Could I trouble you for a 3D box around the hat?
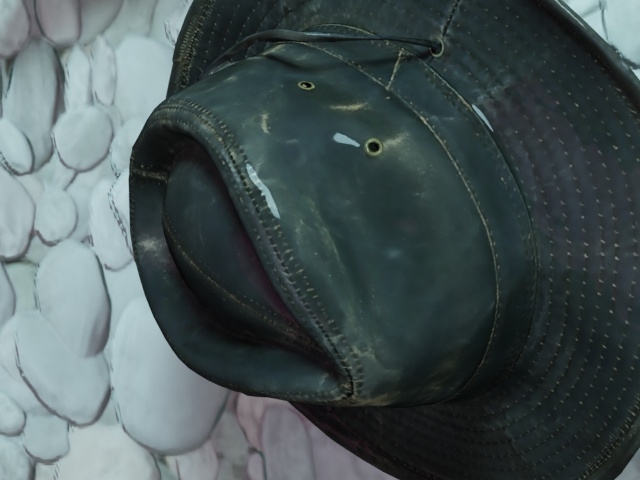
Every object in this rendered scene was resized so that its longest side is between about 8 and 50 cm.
[{"bbox_3d":[0.000,0.000,0.664,0.331,0.134,0.331,19,118,39],"label":"hat"}]
